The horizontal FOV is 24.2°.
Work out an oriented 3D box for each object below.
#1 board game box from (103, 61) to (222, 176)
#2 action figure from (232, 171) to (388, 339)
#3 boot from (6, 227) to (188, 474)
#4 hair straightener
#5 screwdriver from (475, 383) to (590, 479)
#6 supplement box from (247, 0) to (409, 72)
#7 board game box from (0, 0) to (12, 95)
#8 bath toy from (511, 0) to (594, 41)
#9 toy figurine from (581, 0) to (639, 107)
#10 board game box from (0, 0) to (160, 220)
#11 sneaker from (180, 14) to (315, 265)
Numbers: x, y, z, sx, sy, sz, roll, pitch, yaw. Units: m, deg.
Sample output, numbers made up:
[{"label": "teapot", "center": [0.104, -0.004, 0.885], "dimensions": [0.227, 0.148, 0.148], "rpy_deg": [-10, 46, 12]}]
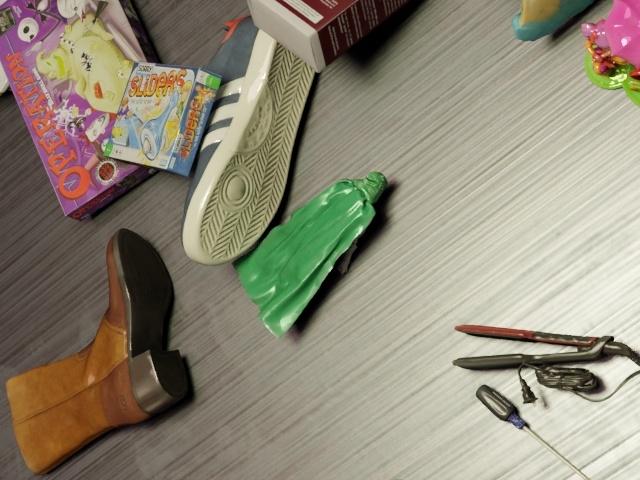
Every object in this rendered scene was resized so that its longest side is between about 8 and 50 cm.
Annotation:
[{"label": "board game box", "center": [-0.208, -0.160, 1.936], "dimensions": [0.201, 0.035, 0.136], "rpy_deg": [14, 84, 58]}, {"label": "action figure", "center": [0.000, 0.000, 1.864], "dimensions": [0.232, 0.063, 0.137], "rpy_deg": [-46, 58, 18]}, {"label": "boot", "center": [-0.316, 0.150, 2.026], "dimensions": [0.280, 0.096, 0.264], "rpy_deg": [-28, 73, 31]}, {"label": "hair straightener", "center": [0.256, 0.146, 1.691], "dimensions": [0.230, 0.047, 0.089], "rpy_deg": [3, 80, 27]}, {"label": "screwdriver", "center": [0.239, 0.219, 1.689], "dimensions": [0.170, 0.025, 0.024], "rpy_deg": [41, 100, 32]}, {"label": "supplement box", "center": [0.038, -0.329, 1.856], "dimensions": [0.239, 0.073, 0.130], "rpy_deg": [-40, 57, -15]}, {"label": "board game box", "center": [-0.627, -0.363, 2.340], "dimensions": [0.390, 0.050, 0.390], "rpy_deg": [-14, 71, 28]}, {"label": "bath toy", "center": [0.212, -0.406, 1.801], "dimensions": [0.129, 0.151, 0.348], "rpy_deg": [-53, 50, 42]}, {"label": "toy figurine", "center": [0.346, -0.223, 1.651], "dimensions": [0.173, 0.159, 0.130], "rpy_deg": [7, 82, 33]}, {"label": "board game box", "center": [-0.330, -0.226, 2.101], "dimensions": [0.208, 0.056, 0.347], "rpy_deg": [-34, 69, 19]}, {"label": "sneaker", "center": [-0.121, -0.135, 1.934], "dimensions": [0.148, 0.131, 0.350], "rpy_deg": [9, 71, 40]}]
